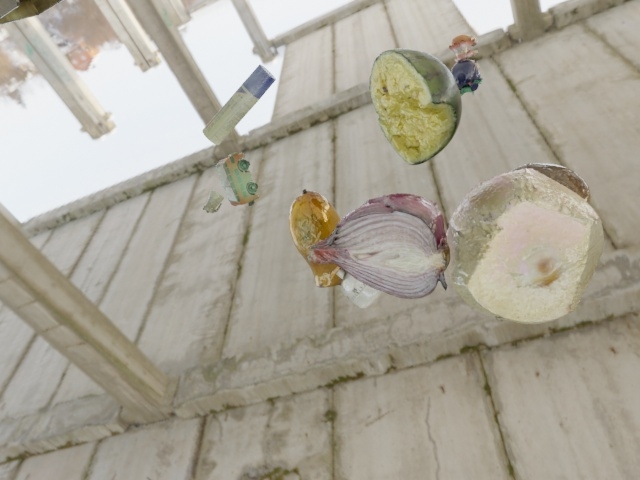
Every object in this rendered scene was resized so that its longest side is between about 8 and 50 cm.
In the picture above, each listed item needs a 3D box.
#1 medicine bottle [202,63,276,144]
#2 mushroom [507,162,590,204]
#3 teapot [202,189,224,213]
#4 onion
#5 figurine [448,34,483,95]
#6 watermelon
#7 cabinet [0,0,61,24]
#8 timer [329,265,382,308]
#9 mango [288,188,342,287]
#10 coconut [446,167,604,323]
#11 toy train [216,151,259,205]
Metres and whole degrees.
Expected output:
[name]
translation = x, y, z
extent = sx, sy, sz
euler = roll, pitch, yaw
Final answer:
[medicine bottle]
translation = -0.211, -0.348, 1.323
extent = 0.231, 0.059, 0.059
euler = -44, -148, 16
[mushroom]
translation = 0.718, -0.146, 1.655
extent = 0.278, 0.146, 0.278
euler = -4, -128, 5
[teapot]
translation = -0.399, -0.137, 1.907
extent = 0.057, 0.067, 0.083
euler = 13, -113, 42
[onion]
translation = 0.150, -0.005, 1.269
extent = 0.348, 0.267, 0.159
euler = 6, -147, 21
[figurine]
translation = 0.458, -0.561, 1.650
extent = 0.102, 0.195, 0.111
euler = -9, 178, -40
[watermelon]
translation = 0.293, -0.403, 1.488
extent = 0.189, 0.331, 0.331
euler = -18, -149, -19
[cabinet]
translation = -0.686, -0.602, 1.097
extent = 0.148, 0.215, 0.175
euler = -12, -153, 27
[timer]
translation = 0.176, 0.099, 1.493
extent = 0.234, 0.240, 0.233
euler = -54, 177, -4
[mango]
translation = 0.003, -0.001, 1.659
extent = 0.144, 0.359, 0.187
euler = 7, -137, 39
[coconut]
translation = 0.532, 0.004, 1.379
extent = 0.404, 0.405, 0.405
euler = -19, -144, 14
[toy train]
translation = -0.275, -0.200, 1.721
extent = 0.099, 0.188, 0.072
euler = -27, -164, -34
